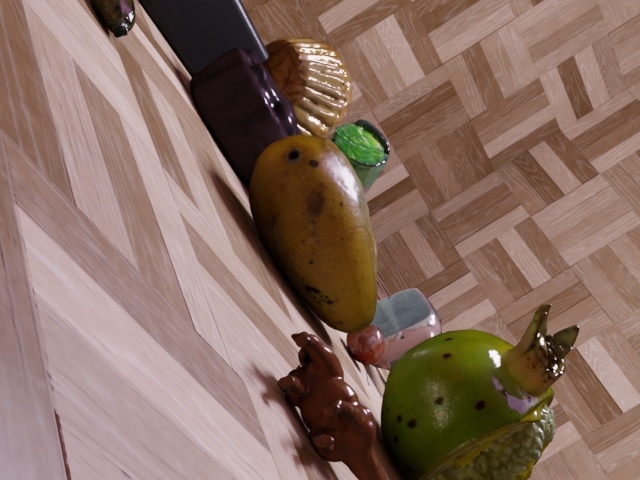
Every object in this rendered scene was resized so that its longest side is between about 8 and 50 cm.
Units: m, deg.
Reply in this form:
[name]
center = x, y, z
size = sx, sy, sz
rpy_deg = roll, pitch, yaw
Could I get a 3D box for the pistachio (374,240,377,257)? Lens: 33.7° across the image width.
[pistachio]
center = 0.056, 0.031, 2.201
size = 0.223, 0.126, 0.152
rpy_deg = -163, -100, -86

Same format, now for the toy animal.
[toy animal]
center = 0.035, 0.208, 1.034
size = 0.224, 0.066, 0.229
rpy_deg = 60, -1, 27

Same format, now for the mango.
[mango]
center = -0.003, 0.001, 1.563
size = 0.176, 0.175, 0.329
rpy_deg = -49, 128, -63

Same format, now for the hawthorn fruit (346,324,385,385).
[hawthorn fruit]
center = 0.075, 0.192, 1.775
size = 0.067, 0.067, 0.103
rpy_deg = 52, 38, -56

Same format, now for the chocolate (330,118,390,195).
[chocolate]
center = 0.022, -0.076, 1.854
size = 0.110, 0.110, 0.291
rpy_deg = 60, -37, 26

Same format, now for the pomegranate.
[pomegranate]
center = 0.230, 0.228, 1.505
size = 0.260, 0.340, 0.260
rpy_deg = 35, 20, -15

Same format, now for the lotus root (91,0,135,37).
[lotus root]
center = -0.265, -0.301, 1.361
size = 0.099, 0.049, 0.054
rpy_deg = 67, 7, 31

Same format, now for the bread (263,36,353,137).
[bread]
center = -0.074, -0.292, 2.098
size = 0.149, 0.274, 0.274
rpy_deg = 34, 22, -58

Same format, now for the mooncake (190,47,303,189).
[mooncake]
center = -0.109, -0.203, 1.872
size = 0.283, 0.141, 0.283
rpy_deg = 60, 4, -6

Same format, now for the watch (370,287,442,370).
[watch]
center = 0.179, 0.243, 1.964
size = 0.253, 0.162, 0.241
rpy_deg = -109, 174, -69

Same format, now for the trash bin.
[trash bin]
center = -0.218, -0.417, 2.003
size = 0.225, 0.165, 0.115
rpy_deg = 58, 3, -32
